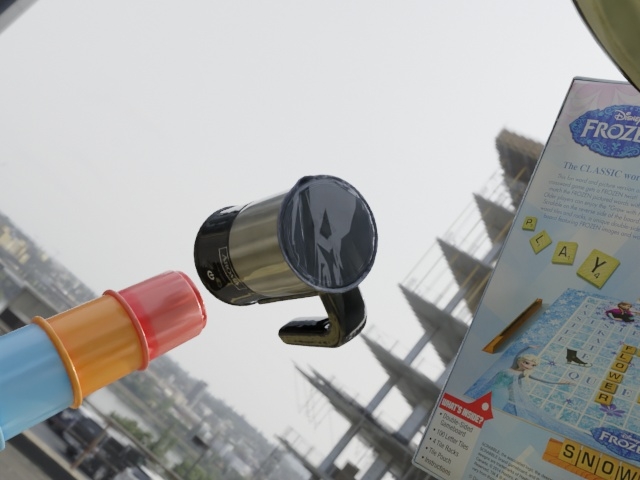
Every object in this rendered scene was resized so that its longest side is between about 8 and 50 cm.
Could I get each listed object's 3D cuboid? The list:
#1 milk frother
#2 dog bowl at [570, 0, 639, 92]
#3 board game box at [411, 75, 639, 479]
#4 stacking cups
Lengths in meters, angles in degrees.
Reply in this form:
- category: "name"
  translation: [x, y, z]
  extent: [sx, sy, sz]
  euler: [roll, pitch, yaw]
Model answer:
- category: "milk frother"
  translation: [0.000, 0.000, 0.605]
  extent: [0.129, 0.143, 0.135]
  euler: [51, -31, -18]
- category: "dog bowl"
  translation: [0.276, -0.118, 0.188]
  extent: [0.408, 0.150, 0.408]
  euler: [23, -10, 4]
- category: "board game box"
  translation: [0.247, 0.064, 0.479]
  extent: [0.066, 0.318, 0.319]
  euler: [27, -4, -42]
- category: "stacking cups"
  translation: [-0.229, 0.114, 0.593]
  extent: [0.096, 0.316, 0.096]
  euler: [33, -46, 42]
